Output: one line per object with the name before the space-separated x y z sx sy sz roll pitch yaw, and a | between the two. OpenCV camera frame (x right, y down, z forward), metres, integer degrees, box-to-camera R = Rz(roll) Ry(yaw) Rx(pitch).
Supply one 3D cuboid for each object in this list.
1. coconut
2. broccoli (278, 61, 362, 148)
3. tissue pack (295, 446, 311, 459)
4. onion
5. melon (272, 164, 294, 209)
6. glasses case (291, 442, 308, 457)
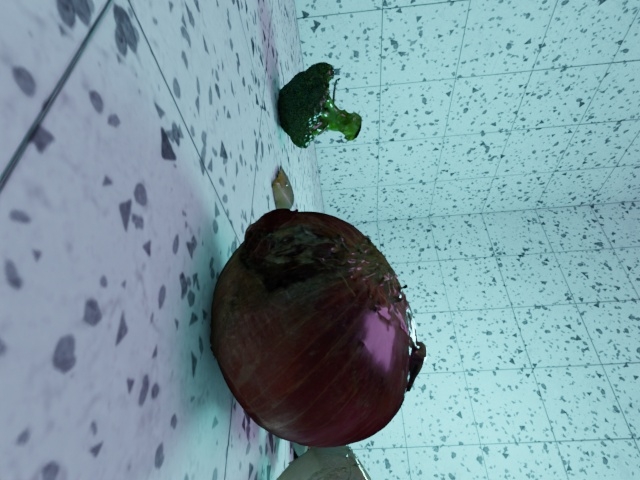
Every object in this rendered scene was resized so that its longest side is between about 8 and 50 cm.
coconut | 0.000 0.543 0.783 0.244 0.248 0.245 56 -8 12
broccoli | -0.005 -0.454 1.392 0.298 0.298 0.297 -167 -90 -68
tissue pack | -0.025 0.622 1.193 0.090 0.103 0.170 105 -18 -81
onion | 0.001 0.119 0.614 0.353 0.354 0.353 -4 90 -86
melon | -0.116 -0.163 1.234 0.182 0.054 0.097 -87 157 -62
glasses case | -0.059 0.427 1.068 0.308 0.083 0.128 -81 172 -74
